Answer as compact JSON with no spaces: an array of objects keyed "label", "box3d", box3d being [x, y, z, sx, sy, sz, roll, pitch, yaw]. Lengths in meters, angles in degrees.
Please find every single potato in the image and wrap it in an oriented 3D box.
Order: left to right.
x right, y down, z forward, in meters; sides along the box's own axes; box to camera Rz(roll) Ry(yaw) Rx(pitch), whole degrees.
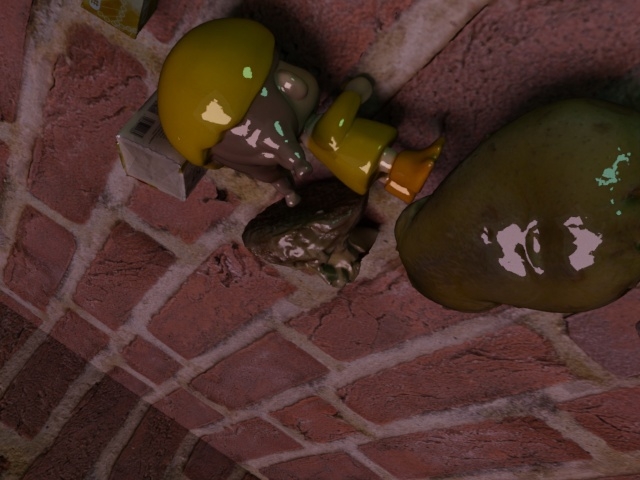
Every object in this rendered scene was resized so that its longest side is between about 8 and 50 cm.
[{"label":"potato","box3d":[0.221,-0.016,0.774,0.351,0.203,0.218,-18,156,41]}]

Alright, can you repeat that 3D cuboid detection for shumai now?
[{"label":"shumai","box3d":[0.000,0.000,1.039,0.209,0.161,0.153,-18,122,29]}]

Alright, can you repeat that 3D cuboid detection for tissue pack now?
[{"label":"tissue pack","box3d":[-0.197,-0.148,1.005,0.106,0.149,0.099,25,148,10]}]

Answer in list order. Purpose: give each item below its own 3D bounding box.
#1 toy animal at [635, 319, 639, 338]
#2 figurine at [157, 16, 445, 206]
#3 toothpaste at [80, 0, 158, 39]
[{"label":"toy animal","box3d":[0.532,0.134,0.737,0.226,0.188,0.358,53,155,-19]},{"label":"figurine","box3d":[-0.028,-0.142,0.862,0.343,0.187,0.215,22,159,3]},{"label":"toothpaste","box3d":[-0.204,-0.362,0.798,0.089,0.071,0.313,31,148,-7]}]
